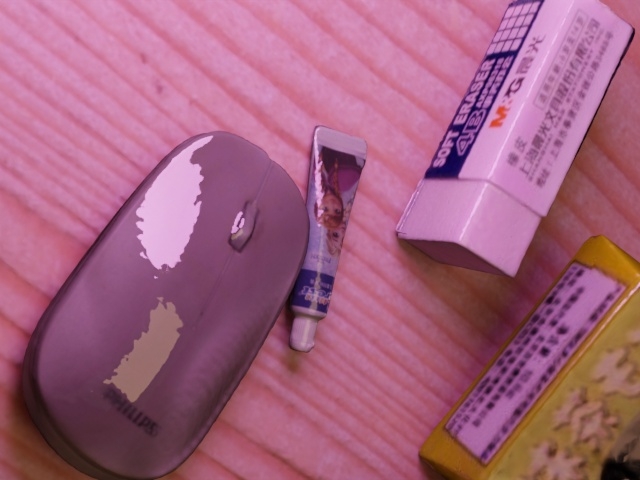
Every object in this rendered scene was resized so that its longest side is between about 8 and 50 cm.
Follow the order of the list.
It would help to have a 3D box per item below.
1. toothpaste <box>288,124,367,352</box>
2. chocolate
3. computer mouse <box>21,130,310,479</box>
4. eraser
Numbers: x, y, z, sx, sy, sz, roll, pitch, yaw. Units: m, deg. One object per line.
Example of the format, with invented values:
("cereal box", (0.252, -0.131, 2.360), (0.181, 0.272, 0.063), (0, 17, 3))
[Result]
("toothpaste", (0.000, 0.000, 1.480), (0.062, 0.037, 0.216), (16, 81, -30))
("chocolate", (0.307, 0.198, 1.558), (0.289, 0.137, 0.301), (39, 89, -13))
("computer mouse", (-0.127, 0.061, 1.376), (0.197, 0.095, 0.331), (40, 74, -32))
("eraser", (0.191, -0.107, 1.532), (0.086, 0.130, 0.287), (33, 78, -27))
